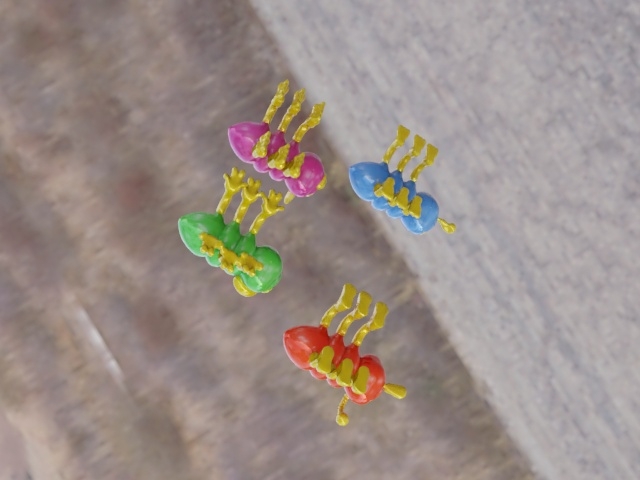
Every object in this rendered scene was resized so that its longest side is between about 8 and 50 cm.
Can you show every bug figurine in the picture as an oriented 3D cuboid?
[{"bbox_3d":[0.000,0.000,1.155,0.216,0.279,0.072,35,136,-13],"label":"bug figurine"}]
